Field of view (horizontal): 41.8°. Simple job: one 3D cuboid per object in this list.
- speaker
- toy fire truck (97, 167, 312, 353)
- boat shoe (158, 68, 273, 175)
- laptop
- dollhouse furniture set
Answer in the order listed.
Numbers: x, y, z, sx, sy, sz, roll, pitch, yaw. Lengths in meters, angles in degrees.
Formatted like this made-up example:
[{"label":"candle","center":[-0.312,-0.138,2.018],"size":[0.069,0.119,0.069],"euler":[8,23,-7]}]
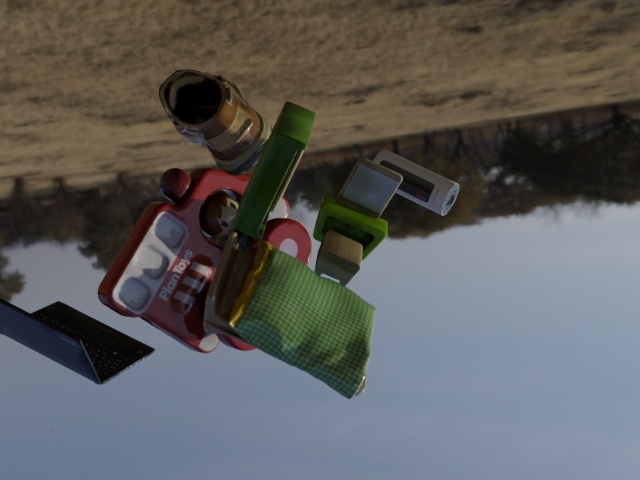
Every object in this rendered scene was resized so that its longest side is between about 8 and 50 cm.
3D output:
[{"label":"speaker","center":[0.146,-0.091,1.305],"size":[0.136,0.055,0.055],"euler":[29,-159,21]},{"label":"toy fire truck","center":[-0.177,0.019,1.312],"size":[0.169,0.302,0.254],"euler":[7,154,50]},{"label":"boat shoe","center":[-0.181,-0.215,1.299],"size":[0.122,0.120,0.324],"euler":[-48,-141,-3]},{"label":"laptop","center":[-0.446,0.141,1.477],"size":[0.234,0.136,0.264],"euler":[24,-159,16]},{"label":"dollhouse furniture set","center":[0.000,0.000,0.961],"size":[0.197,0.151,0.301],"euler":[24,-148,-9]}]
